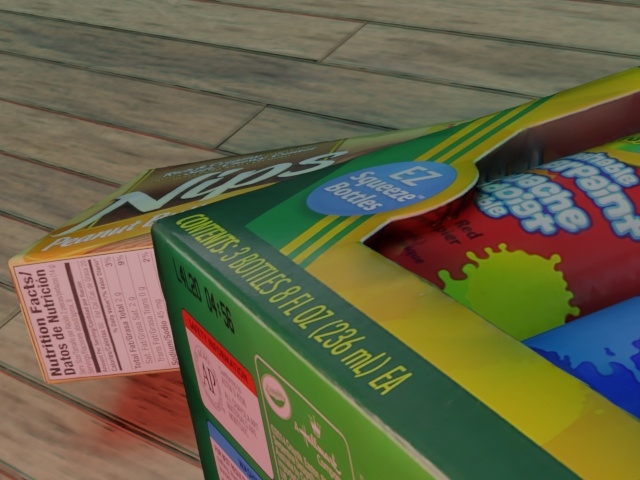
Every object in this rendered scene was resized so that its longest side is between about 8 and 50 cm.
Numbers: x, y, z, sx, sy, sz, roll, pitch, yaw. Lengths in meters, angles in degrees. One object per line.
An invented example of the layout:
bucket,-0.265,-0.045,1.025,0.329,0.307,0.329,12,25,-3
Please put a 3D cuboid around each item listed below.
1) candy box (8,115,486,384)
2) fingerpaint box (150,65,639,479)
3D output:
candy box,0.000,0.000,0.897,0.316,0.087,0.183,-8,16,23
fingerpaint box,0.190,0.064,0.549,0.371,0.163,0.445,-18,24,-19
